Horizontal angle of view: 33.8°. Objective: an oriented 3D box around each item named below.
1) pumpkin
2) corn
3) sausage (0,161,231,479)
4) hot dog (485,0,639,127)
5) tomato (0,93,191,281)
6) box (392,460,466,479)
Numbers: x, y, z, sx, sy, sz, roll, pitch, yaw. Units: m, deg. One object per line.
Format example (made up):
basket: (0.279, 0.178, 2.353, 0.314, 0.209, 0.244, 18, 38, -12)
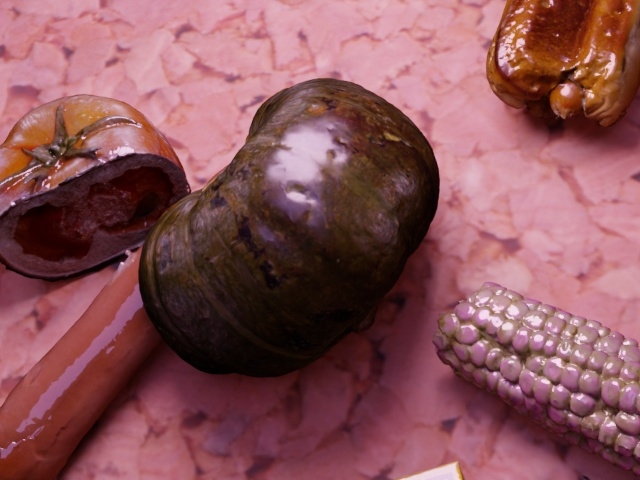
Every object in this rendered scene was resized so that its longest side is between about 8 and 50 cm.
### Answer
pumpkin: (0.000, 0.000, 0.980, 0.325, 0.242, 0.232, -53, 23, -11)
corn: (0.261, 0.142, 0.939, 0.335, 0.126, 0.127, 23, 71, 26)
sausage: (-0.188, 0.079, 1.071, 0.094, 0.094, 0.419, 31, 74, 40)
hot dog: (0.287, -0.270, 1.127, 0.158, 0.117, 0.349, 15, 67, 12)
tomato: (-0.260, -0.073, 1.116, 0.214, 0.181, 0.155, -24, 56, -4)
box: (0.071, 0.357, 0.871, 0.193, 0.084, 0.301, -17, 55, 2)
